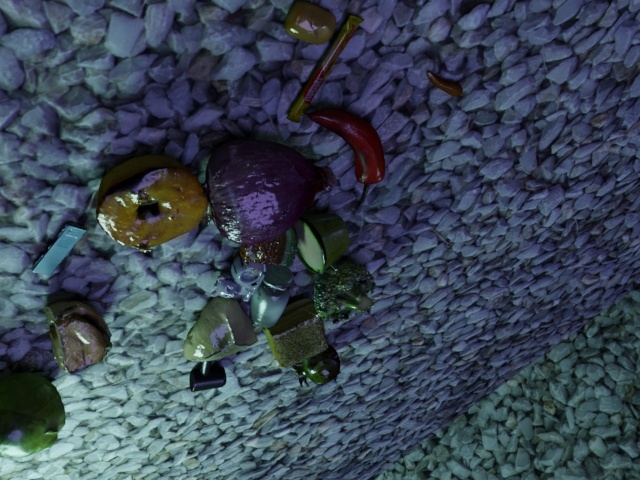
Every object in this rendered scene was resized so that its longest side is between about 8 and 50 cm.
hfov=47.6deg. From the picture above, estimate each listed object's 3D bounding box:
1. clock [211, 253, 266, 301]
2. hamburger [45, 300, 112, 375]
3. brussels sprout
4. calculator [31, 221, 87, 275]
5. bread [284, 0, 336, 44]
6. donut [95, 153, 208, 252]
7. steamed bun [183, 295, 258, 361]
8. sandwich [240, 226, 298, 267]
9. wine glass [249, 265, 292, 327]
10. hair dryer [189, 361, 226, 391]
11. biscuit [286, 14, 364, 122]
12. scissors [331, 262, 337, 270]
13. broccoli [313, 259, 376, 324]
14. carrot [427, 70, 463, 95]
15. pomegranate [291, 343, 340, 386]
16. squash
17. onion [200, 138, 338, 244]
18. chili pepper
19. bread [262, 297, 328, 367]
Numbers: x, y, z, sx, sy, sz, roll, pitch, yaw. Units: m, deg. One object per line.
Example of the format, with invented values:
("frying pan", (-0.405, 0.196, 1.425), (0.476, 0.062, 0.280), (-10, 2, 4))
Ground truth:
("clock", (-0.229, 0.099, 2.024), (0.117, 0.080, 0.176), (3, 134, -34))
("hamburger", (-0.640, 0.224, 1.893), (0.155, 0.135, 0.207), (-28, 130, -27))
("brussels sprout", (-0.812, 0.477, 1.974), (0.244, 0.244, 0.244), (-17, 141, -15))
("calculator", (-0.627, 0.021, 1.734), (0.057, 0.018, 0.172), (21, 120, -44))
("bread", (-0.018, -0.459, 1.549), (0.115, 0.056, 0.082), (12, 126, -41))
("donut", (-0.390, -0.088, 1.672), (0.254, 0.118, 0.253), (-11, 139, -10))
("steamed bun", (-0.290, 0.270, 2.135), (0.231, 0.110, 0.212), (-19, 131, -23))
("sandwich", (-0.131, -0.017, 1.919), (0.159, 0.079, 0.235), (-23, 131, -35))
("wine glass", (-0.148, 0.162, 2.119), (0.111, 0.111, 0.204), (-5, 136, -28))
("hair dryer", (-0.343, 0.373, 2.288), (0.114, 0.070, 0.248), (-3, 127, -28))
("biscuit", (0.006, -0.392, 1.667), (0.048, 0.026, 0.292), (-10, 143, -53))
("scissors", (0.025, 0.056, 2.068), (0.100, 0.189, 0.015), (-21, 110, -7))
("broccoli", (0.076, 0.159, 2.208), (0.226, 0.176, 0.198), (23, 103, -25))
("carrot", (0.318, -0.398, 1.851), (0.142, 0.035, 0.035), (16, 124, -37))
("pomegranate", (-0.014, 0.431, 2.487), (0.169, 0.148, 0.148), (-33, 142, 2))
("squash", (0.000, 0.000, 2.002), (0.123, 0.170, 0.170), (-20, 143, -32))
("onion", (-0.108, -0.109, 1.740), (0.349, 0.159, 0.267), (-12, 125, -10))
("chili pepper", (0.086, -0.238, 1.847), (0.137, 0.092, 0.368), (-28, 136, 7))
("bread", (-0.083, 0.293, 2.315), (0.184, 0.110, 0.234), (-24, 144, -11))
